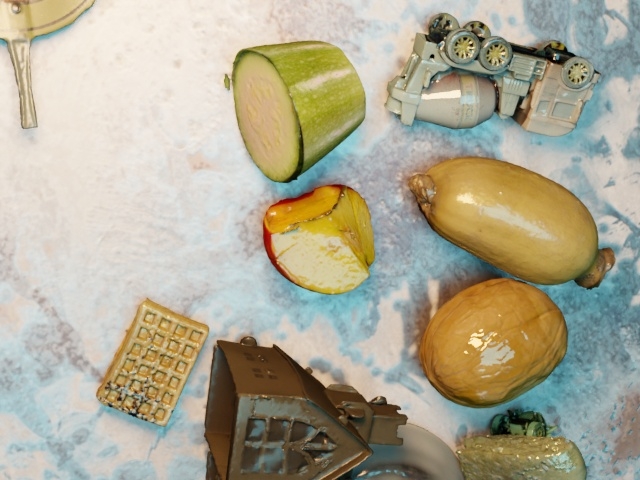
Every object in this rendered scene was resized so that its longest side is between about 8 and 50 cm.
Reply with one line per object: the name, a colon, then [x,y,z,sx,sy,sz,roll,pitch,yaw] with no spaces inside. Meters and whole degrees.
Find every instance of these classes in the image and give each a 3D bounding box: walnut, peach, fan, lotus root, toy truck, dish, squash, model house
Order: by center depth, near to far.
fan: [-0.352,-0.296,1.197,0.229,0.011,0.335,-9,96,-23]
squash: [-0.030,-0.168,1.270,0.123,0.170,0.170,-28,108,-25]
model house: [-0.014,0.252,1.326,0.243,0.211,0.204,5,101,-16]
peach: [-0.003,0.005,1.328,0.151,0.118,0.151,14,70,-45]
toy truck: [0.218,-0.201,1.352,0.257,0.108,0.140,10,112,-14]
lotus root: [0.261,-0.029,1.374,0.303,0.146,0.131,24,129,-14]
walnut: [0.229,0.135,1.388,0.197,0.165,0.165,-34,108,-3]
dish: [0.081,0.411,1.438,0.316,0.106,0.316,-3,102,-15]
toy truck: [0.311,0.310,1.501,0.078,0.080,0.154,-30,109,-35]

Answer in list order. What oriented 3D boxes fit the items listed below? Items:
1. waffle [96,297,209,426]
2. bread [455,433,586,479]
waffle: [-0.215,0.158,1.341,0.102,0.042,0.148,25,95,-18]
bread: [0.265,0.330,1.448,0.172,0.232,0.064,40,46,18]
